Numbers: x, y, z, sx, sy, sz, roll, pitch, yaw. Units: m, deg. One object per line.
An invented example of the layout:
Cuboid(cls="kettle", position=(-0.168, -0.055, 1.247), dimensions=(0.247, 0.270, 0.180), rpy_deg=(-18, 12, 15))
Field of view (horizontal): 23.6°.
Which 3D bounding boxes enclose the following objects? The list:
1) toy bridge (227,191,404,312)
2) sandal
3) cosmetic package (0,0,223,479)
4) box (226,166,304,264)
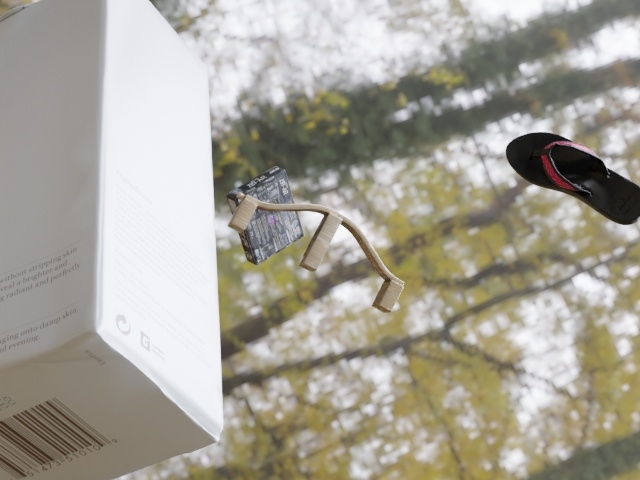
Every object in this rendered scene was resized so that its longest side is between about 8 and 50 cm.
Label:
Cuboid(cls="toy bridge", position=(0.000, 0.000, 1.500), dimensions=(0.188, 0.063, 0.026), rpy_deg=(30, -11, -10))
Cuboid(cls="sandal", position=(0.286, -0.078, 1.707), dimensions=(0.179, 0.067, 0.040), rpy_deg=(31, -15, 29))
Cuboid(cls="cosmetic package", position=(-0.204, -0.006, 1.164), dimensions=(0.156, 0.217, 0.385), rpy_deg=(48, 29, -41))
Cuboid(cls="box", position=(-0.057, -0.026, 1.596), dimensions=(0.018, 0.067, 0.083), rpy_deg=(23, -42, 49))
